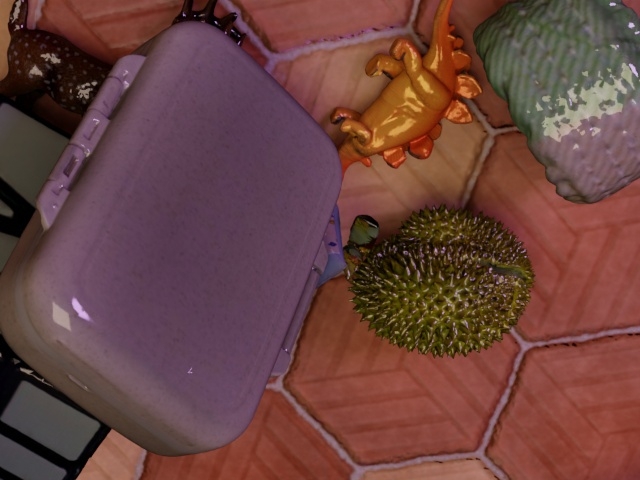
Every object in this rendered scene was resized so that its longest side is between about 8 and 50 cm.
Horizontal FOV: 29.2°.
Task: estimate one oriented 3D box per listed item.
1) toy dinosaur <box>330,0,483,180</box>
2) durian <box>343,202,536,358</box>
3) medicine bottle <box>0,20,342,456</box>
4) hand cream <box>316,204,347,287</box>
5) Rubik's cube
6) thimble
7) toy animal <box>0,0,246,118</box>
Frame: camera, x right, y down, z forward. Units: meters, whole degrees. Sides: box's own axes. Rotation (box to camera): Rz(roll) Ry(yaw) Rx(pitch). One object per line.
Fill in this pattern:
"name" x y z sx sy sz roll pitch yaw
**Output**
"toy dinosaur" 0.102 -0.150 1.262 0.117 0.070 0.288 31 116 -18
"durian" 0.126 0.052 1.282 0.198 0.159 0.146 -13 140 -8
"medicine bottle" -0.123 -0.007 1.114 0.123 0.375 0.282 -23 125 42
"hand cream" 0.000 0.000 1.273 0.065 0.170 0.043 -36 116 18
"Rubik's cube" -0.313 0.077 1.238 0.293 0.288 0.283 31 136 -4
"thimble" 0.254 -0.145 1.168 0.150 0.219 0.219 -32 105 14
"toy animal" -0.225 -0.165 1.279 0.243 0.087 0.260 24 115 -5
